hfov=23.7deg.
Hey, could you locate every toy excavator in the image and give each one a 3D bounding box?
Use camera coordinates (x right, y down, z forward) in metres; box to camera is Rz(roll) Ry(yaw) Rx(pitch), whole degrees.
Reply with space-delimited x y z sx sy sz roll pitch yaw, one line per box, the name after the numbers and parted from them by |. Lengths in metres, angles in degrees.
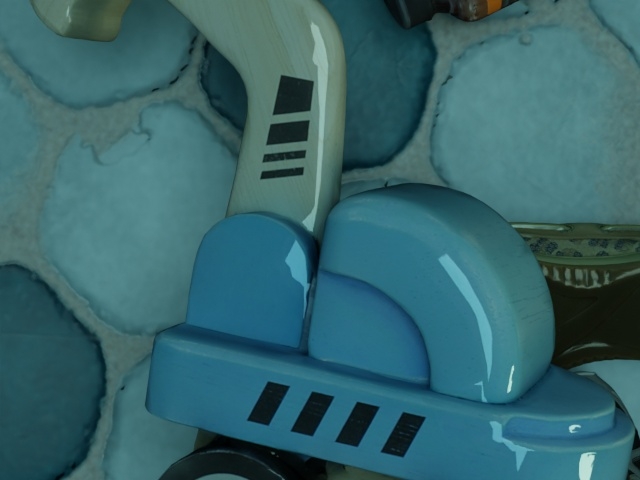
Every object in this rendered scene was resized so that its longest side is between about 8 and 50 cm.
0.000 0.000 0.970 0.432 0.222 0.445 12 97 17 | toy excavator

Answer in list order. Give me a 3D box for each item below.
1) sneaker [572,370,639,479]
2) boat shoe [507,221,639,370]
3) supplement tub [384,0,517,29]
0.199 0.199 1.074 0.084 0.083 0.215 -7 86 -1 | sneaker
0.165 0.038 1.087 0.285 0.089 0.105 0 113 2 | boat shoe
0.133 -0.223 1.083 0.197 0.106 0.106 -27 88 -4 | supplement tub
